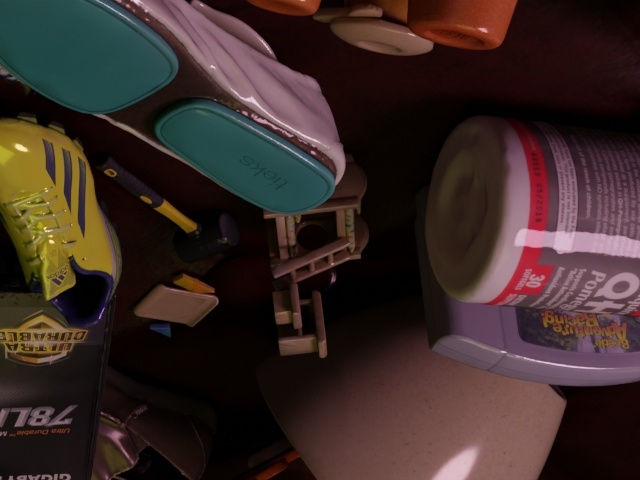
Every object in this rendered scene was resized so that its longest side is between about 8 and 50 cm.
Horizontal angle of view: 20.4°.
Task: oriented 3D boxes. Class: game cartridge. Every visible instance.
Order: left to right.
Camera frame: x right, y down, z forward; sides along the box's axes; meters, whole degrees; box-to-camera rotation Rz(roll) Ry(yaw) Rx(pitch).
[{"bbox_3d":[0.241,0.047,1.769,0.294,0.196,0.060,4,157,-21],"label":"game cartridge"}]

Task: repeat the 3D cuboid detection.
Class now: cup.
[{"bbox_3d":[0.124,0.186,1.929,0.237,0.331,0.331,-41,144,6],"label":"cup"}]

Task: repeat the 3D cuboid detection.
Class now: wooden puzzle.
[{"bbox_3d":[-0.155,0.068,1.911,0.078,0.014,0.116,21,141,-33],"label":"wooden puzzle"}]

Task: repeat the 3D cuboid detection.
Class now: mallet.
[{"bbox_3d":[-0.144,-0.036,1.705,0.062,0.039,0.190,-16,146,19],"label":"mallet"}]

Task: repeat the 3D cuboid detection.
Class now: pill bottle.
[{"bbox_3d":[0.275,-0.017,1.680,0.318,0.176,0.176,5,149,-20],"label":"pill bottle"}]

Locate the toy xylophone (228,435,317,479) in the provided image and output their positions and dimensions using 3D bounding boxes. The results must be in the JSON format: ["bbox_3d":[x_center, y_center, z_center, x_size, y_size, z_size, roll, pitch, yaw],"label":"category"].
[{"bbox_3d":[-0.099,0.327,2.160,0.236,0.081,0.322,-32,178,31],"label":"toy xylophone"}]

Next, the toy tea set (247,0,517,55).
[{"bbox_3d":[0.012,-0.237,1.331,0.336,0.124,0.200,16,173,-41],"label":"toy tea set"}]

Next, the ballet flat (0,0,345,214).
[{"bbox_3d":[-0.129,-0.150,1.402,0.139,0.139,0.400,-26,142,31],"label":"ballet flat"}]

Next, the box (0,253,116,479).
[{"bbox_3d":[-0.373,0.144,1.841,0.295,0.073,0.293,1,127,-15],"label":"box"}]

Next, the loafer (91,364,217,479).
[{"bbox_3d":[-0.261,0.221,2.043,0.366,0.130,0.134,18,143,-37],"label":"loafer"}]

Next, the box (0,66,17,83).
[{"bbox_3d":[-0.245,-0.182,1.421,0.094,0.027,0.137,-18,149,17],"label":"box"}]

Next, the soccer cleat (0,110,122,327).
[{"bbox_3d":[-0.248,-0.015,1.622,0.093,0.121,0.289,-5,152,11],"label":"soccer cleat"}]

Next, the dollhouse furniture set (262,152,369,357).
[{"bbox_3d":[0.000,0.000,1.666,0.101,0.161,0.182,-7,152,-1],"label":"dollhouse furniture set"}]
